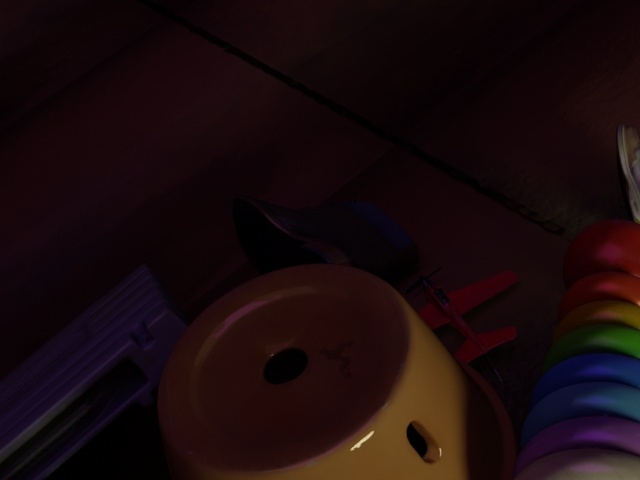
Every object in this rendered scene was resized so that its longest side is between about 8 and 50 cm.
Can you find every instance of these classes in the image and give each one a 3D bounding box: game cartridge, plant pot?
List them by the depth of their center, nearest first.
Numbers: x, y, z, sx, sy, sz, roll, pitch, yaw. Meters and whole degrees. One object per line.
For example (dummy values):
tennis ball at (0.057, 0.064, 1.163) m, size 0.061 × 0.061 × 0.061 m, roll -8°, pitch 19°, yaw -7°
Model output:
plant pot at (0.002, 0.156, 0.955) m, size 0.291 × 0.203 × 0.291 m, roll -14°, pitch 41°, yaw 12°
game cartridge at (-0.262, 0.168, 1.079) m, size 0.355 × 0.068 × 0.230 m, roll -40°, pitch 11°, yaw -4°

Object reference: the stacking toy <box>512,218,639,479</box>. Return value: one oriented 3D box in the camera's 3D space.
stacking toy at (0.226, 0.107, 0.975) m, size 0.141 × 0.141 × 0.330 m, roll -6°, pitch 37°, yaw 19°

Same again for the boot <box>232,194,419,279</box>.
boot at (0.000, 0.000, 1.240) m, size 0.106 × 0.082 × 0.219 m, roll -18°, pitch 31°, yaw -28°

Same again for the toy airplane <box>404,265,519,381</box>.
toy airplane at (0.122, 0.074, 1.119) m, size 0.151 × 0.028 × 0.151 m, roll -12°, pitch 41°, yaw 11°

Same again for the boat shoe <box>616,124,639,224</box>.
boat shoe at (0.305, -0.056, 1.161) m, size 0.045 × 0.050 × 0.135 m, roll -10°, pitch 53°, yaw 11°
